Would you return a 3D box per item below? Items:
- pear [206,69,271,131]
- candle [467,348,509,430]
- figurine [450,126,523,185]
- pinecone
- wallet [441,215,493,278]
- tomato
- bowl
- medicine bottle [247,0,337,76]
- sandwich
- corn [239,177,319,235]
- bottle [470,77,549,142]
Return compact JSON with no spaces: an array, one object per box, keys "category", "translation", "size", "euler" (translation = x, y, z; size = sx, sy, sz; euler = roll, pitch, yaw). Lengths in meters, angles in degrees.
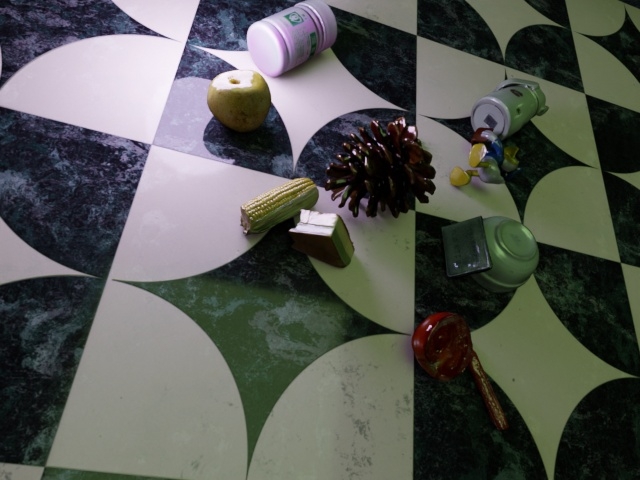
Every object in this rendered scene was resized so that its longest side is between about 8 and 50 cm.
[{"category":"pear","translation":[-0.287,-0.493,1.621],"size":[0.229,0.211,0.188],"euler":[-16,53,-11]},{"category":"candle","translation":[0.547,0.479,1.538],"size":[0.051,0.048,0.329],"euler":[-25,72,16]},{"category":"figurine","translation":[0.724,-0.342,1.935],"size":[0.339,0.204,0.283],"euler":[10,56,-27]},{"category":"pinecone","translation":[0.193,-0.228,1.587],"size":[0.385,0.384,0.384],"euler":[7,64,-15]},{"category":"wallet","translation":[0.539,0.027,1.679],"size":[0.036,0.168,0.221],"euler":[27,54,-46]},{"category":"tomato","translation":[0.388,0.336,1.499],"size":[0.200,0.140,0.232],"euler":[-37,116,-22]},{"category":"bowl","translation":[0.704,0.032,1.736],"size":[0.308,0.163,0.306],"euler":[8,61,-14]},{"category":"medicine bottle","translation":[-0.111,-0.817,1.817],"size":[0.212,0.212,0.325],"euler":[47,60,6]},{"category":"sandwich","translation":[0.000,0.000,1.544],"size":[0.186,0.220,0.108],"euler":[8,60,26]},{"category":"corn","translation":[-0.142,-0.118,1.542],"size":[0.305,0.122,0.123],"euler":[-28,86,-27]},{"category":"bottle","translation":[0.860,-0.605,2.039],"size":[0.352,0.229,0.229],"euler":[-31,79,-24]}]
